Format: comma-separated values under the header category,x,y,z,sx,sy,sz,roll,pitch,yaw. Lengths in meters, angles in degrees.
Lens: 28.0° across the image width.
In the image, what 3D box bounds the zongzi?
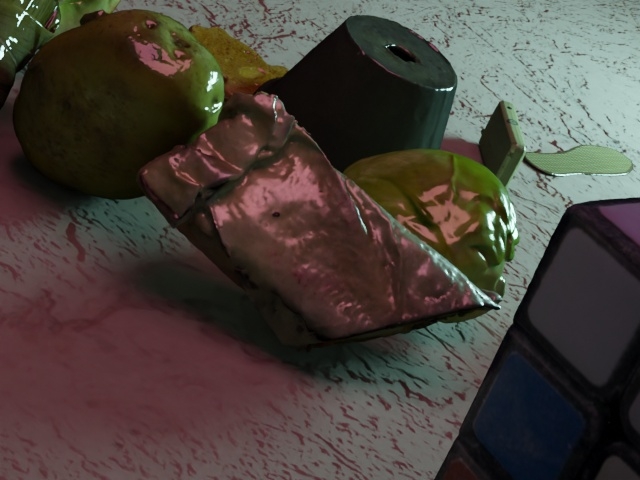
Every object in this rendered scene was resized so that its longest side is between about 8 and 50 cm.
category,x,y,z,sx,sy,sz,roll,pitch,yaw
zongzi,-0.450,-0.188,1.355,0.274,0.145,0.300,6,61,21

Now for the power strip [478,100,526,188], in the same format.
category,x,y,z,sx,sy,sz,roll,pitch,yaw
power strip,0.253,-0.135,1.785,0.028,0.076,0.169,19,29,-10

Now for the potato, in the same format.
category,x,y,z,sx,sy,sz,roll,pitch,yaw
potato,-0.204,-0.137,1.301,0.197,0.228,0.148,25,45,-11

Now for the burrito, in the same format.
category,x,y,z,sx,sy,sz,roll,pitch,yaw
burrito,-0.008,0.010,1.224,0.348,0.175,0.107,41,-6,-8

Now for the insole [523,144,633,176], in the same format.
category,x,y,z,sx,sy,sz,roll,pitch,yaw
insole,0.395,-0.120,1.936,0.253,0.005,0.086,-8,40,-44

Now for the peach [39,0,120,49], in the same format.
category,x,y,z,sx,sy,sz,roll,pitch,yaw
peach,-0.368,-0.349,1.560,0.256,0.232,0.232,34,30,25

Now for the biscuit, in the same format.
category,x,y,z,sx,sy,sz,roll,pitch,yaw
biscuit,-0.100,-0.209,1.691,0.225,0.036,0.166,36,32,12

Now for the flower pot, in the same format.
category,x,y,z,sx,sy,sz,roll,pitch,yaw
flower pot,0.062,-0.170,1.580,0.269,0.166,0.269,21,34,-16

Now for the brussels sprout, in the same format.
category,x,y,z,sx,sy,sz,roll,pitch,yaw
brussels sprout,0.107,-0.015,1.374,0.223,0.161,0.223,17,19,-6

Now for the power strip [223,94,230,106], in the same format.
category,x,y,z,sx,sy,sz,roll,pitch,yaw
power strip,-0.213,-0.176,1.486,0.044,0.064,0.305,39,21,32

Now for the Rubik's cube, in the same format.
category,x,y,z,sx,sy,sz,roll,pitch,yaw
Rubik's cube,0.341,0.189,0.981,0.359,0.363,0.362,-6,43,-36
